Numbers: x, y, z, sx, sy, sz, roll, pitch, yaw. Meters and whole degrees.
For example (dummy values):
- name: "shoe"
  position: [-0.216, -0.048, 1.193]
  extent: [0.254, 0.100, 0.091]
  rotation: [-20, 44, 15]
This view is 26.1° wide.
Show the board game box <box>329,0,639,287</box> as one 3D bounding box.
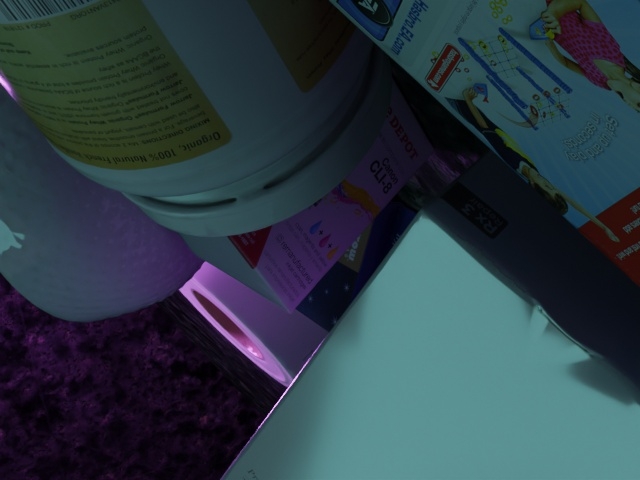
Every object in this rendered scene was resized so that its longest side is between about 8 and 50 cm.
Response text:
- name: "board game box"
  position: [0.149, -0.089, 0.582]
  extent: [0.302, 0.086, 0.308]
  rotation: [43, 168, 2]

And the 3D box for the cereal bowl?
- name: "cereal bowl"
  position: [-0.163, -0.107, 1.145]
  extent: [0.141, 0.339, 0.339]
  rotation: [-10, 141, 21]

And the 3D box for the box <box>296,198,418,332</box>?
- name: "box"
  position: [0.000, 0.000, 1.294]
  extent: [0.036, 0.136, 0.225]
  rotation: [0, -159, -42]

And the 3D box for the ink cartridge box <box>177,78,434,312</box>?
- name: "ink cartridge box"
  position: [-0.030, -0.065, 1.041]
  extent: [0.127, 0.176, 0.128]
  rotation: [28, 161, 44]

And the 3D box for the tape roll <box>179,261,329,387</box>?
- name: "tape roll"
  position: [-0.101, 0.089, 2.000]
  extent: [0.286, 0.100, 0.286]
  rotation: [41, 167, 11]

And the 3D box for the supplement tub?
- name: "supplement tub"
  position: [-0.100, -0.168, 0.782]
  extent: [0.228, 0.228, 0.316]
  rotation: [34, 164, 40]

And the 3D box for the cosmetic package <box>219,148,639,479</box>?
- name: "cosmetic package"
  position: [0.095, 0.126, 0.921]
  extent: [0.217, 0.156, 0.385]
  rotation: [43, 133, 7]
